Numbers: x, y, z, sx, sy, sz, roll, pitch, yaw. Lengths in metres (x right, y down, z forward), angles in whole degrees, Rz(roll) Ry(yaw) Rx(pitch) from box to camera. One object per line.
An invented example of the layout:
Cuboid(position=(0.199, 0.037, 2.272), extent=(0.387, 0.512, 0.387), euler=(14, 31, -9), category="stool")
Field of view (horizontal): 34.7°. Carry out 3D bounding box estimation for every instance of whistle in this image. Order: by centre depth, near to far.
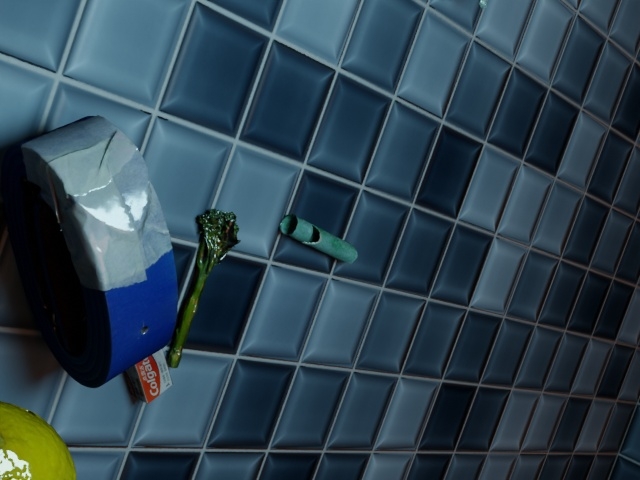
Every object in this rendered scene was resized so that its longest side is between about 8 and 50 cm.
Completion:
Cuboid(position=(0.000, 0.000, 1.737), extent=(0.186, 0.039, 0.039), euler=(27, 86, -52), category="whistle")

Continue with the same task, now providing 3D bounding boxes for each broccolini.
Cuboid(position=(-0.189, 0.070, 1.566), extent=(0.057, 0.071, 0.254), euler=(-87, -160, -80), category="broccolini")

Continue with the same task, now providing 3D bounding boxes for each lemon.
Cuboid(position=(-0.424, 0.319, 1.250), extent=(0.253, 0.228, 0.228), euler=(-51, 143, 11), category="lemon")

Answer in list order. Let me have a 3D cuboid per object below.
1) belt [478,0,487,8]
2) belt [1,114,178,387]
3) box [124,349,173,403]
Cuboid(position=(0.273, -0.494, 1.773), extent=(0.179, 0.100, 0.065), euler=(-62, 145, -11), category="belt")
Cuboid(position=(-0.286, 0.023, 1.277), extent=(0.117, 0.212, 0.347), euler=(-29, 132, -36), category="belt")
Cuboid(position=(-0.268, 0.139, 1.489), extent=(0.055, 0.039, 0.218), euler=(-36, 131, -35), category="box")
